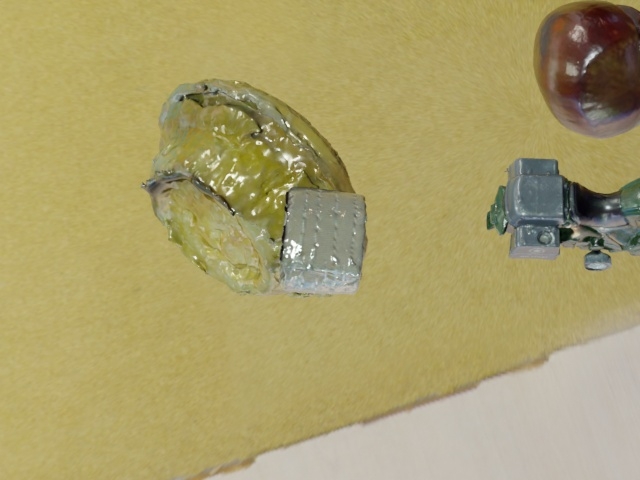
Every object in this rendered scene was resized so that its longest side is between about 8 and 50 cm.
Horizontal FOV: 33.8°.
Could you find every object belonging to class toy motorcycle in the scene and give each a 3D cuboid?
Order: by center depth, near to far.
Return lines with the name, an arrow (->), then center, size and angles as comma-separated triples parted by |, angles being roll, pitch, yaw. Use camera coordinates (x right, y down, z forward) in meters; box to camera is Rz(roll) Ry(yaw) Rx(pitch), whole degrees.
toy motorcycle -> 0.315, -0.032, 1.093 | 0.275, 0.187, 0.124 | 1, 71, 3

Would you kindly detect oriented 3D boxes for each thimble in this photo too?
thimble -> 0.000, 0.000, 1.147 | 0.090, 0.115, 0.102 | 6, 137, -5

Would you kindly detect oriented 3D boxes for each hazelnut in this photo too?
hazelnut -> 0.367, -0.221, 1.389 | 0.178, 0.204, 0.178 | -7, 81, 50

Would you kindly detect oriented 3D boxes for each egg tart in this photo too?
egg tart -> -0.100, -0.038, 1.313 | 0.345, 0.345, 0.132 | 41, 60, 5
